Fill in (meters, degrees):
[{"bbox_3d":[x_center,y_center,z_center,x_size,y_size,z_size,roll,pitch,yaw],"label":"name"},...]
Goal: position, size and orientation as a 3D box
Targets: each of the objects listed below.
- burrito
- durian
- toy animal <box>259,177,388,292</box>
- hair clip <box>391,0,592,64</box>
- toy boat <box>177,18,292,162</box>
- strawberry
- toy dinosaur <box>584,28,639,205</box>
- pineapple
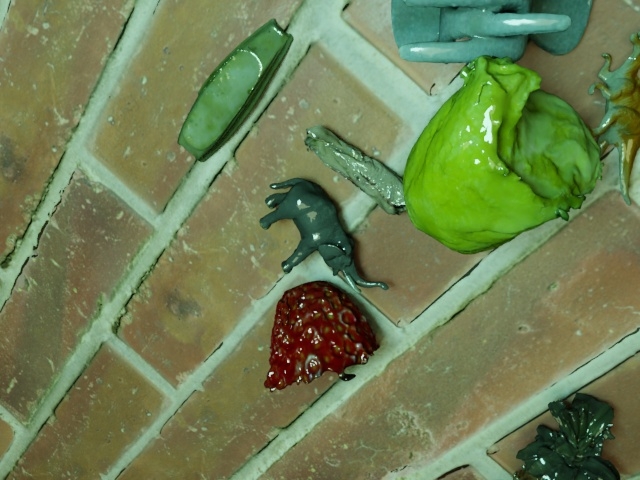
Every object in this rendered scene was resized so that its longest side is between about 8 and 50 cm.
[{"bbox_3d":[0.069,-0.114,0.867,0.230,0.058,0.063,34,113,0],"label":"burrito"},{"bbox_3d":[0.229,-0.079,0.692,0.256,0.204,0.339,1,157,-19],"label":"durian"},{"bbox_3d":[-0.006,0.006,0.925,0.137,0.082,0.269,-31,98,27],"label":"toy animal"},{"bbox_3d":[0.204,-0.376,0.617,0.392,0.238,0.318,7,115,15],"label":"hair clip"},{"bbox_3d":[-0.160,-0.249,0.887,0.093,0.055,0.293,43,118,-5],"label":"toy boat"},{"bbox_3d":[-0.016,0.167,0.937,0.234,0.234,0.177,-22,82,25],"label":"strawberry"},{"bbox_3d":[0.437,-0.172,0.733,0.142,0.057,0.212,-36,110,7],"label":"toy dinosaur"},{"bbox_3d":[0.436,0.423,0.927,0.170,0.141,0.309,17,108,16],"label":"pineapple"}]
